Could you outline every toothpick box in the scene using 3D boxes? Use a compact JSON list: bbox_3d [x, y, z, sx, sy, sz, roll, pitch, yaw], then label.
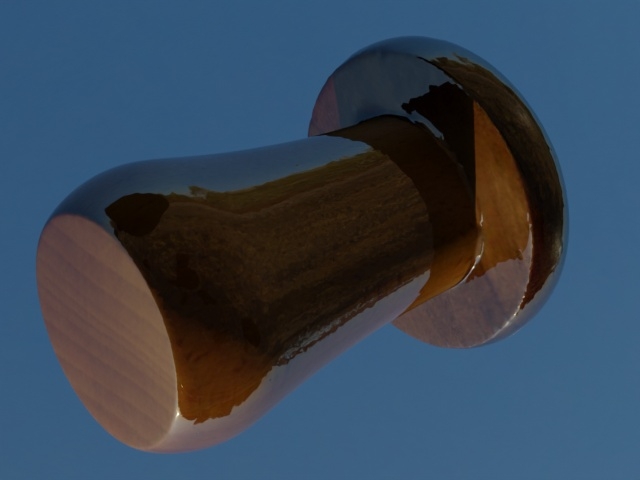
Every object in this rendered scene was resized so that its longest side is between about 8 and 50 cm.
[{"bbox_3d":[0.000,0.000,0.831,0.294,0.192,0.192,-23,-82,-34],"label":"toothpick box"}]
